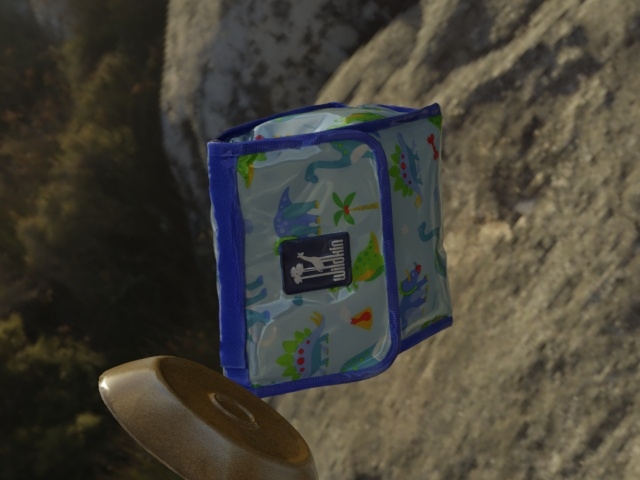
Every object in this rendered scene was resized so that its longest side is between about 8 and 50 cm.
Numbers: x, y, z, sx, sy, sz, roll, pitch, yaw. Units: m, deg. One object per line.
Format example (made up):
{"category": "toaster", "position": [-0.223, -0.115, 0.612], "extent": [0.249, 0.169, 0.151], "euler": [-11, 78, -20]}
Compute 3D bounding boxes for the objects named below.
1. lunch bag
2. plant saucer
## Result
{"category": "lunch bag", "position": [0.000, 0.000, 0.638], "extent": [0.096, 0.151, 0.128], "euler": [5, 105, 38]}
{"category": "plant saucer", "position": [-0.031, 0.060, 0.401], "extent": [0.015, 0.083, 0.083], "euler": [-57, 36, 8]}
